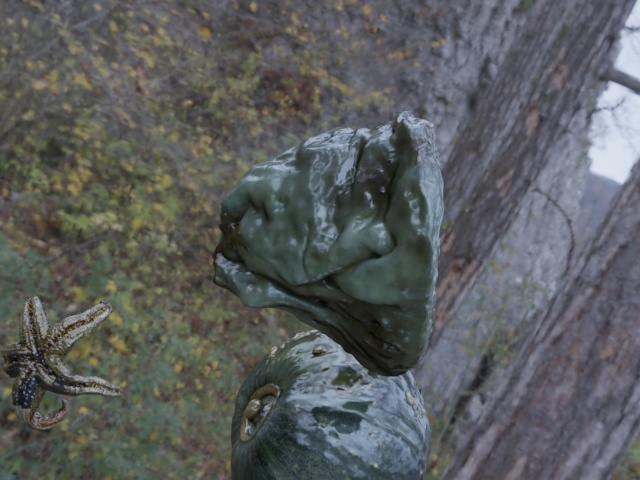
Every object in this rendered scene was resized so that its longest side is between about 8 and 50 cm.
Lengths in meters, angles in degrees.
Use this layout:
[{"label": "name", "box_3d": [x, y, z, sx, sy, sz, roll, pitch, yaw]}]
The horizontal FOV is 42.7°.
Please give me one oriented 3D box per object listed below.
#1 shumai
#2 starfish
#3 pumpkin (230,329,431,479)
[{"label": "shumai", "box_3d": [0.000, 0.000, 0.951, 0.263, 0.309, 0.304, 2, -6, 4]}, {"label": "starfish", "box_3d": [-0.323, 0.131, 1.011, 0.190, 0.146, 0.074, 62, 7, 30]}, {"label": "pumpkin", "box_3d": [0.016, 0.272, 1.183, 0.257, 0.291, 0.327, 32, 40, -22]}]
